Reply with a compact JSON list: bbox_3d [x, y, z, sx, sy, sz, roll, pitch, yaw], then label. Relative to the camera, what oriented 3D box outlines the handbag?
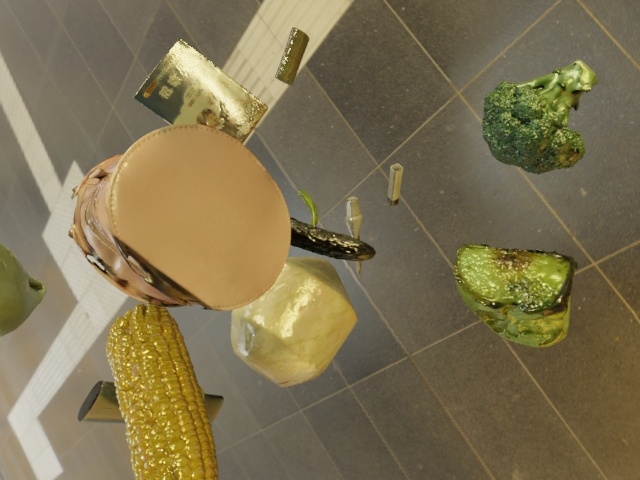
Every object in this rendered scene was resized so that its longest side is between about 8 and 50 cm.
[{"bbox_3d":[-0.144,-0.017,0.446,0.205,0.179,0.116,45,153,-26],"label":"handbag"}]

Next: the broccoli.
[{"bbox_3d":[0.527,-0.294,0.994,0.270,0.270,0.270,47,108,15],"label":"broccoli"}]

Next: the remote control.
[{"bbox_3d":[-0.418,0.432,1.078,0.044,0.377,0.107,25,85,42],"label":"remote control"}]

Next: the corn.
[{"bbox_3d":[-0.190,0.193,0.491,0.292,0.101,0.101,54,130,42],"label":"corn"}]

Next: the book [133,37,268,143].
[{"bbox_3d":[-0.463,-0.543,1.646,0.427,0.039,0.300,35,85,-12],"label":"book"}]

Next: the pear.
[{"bbox_3d":[0.431,0.141,0.944,0.238,0.164,0.255,7,147,30],"label":"pear"}]

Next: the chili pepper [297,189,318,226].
[{"bbox_3d":[-0.043,-0.129,1.694,0.052,0.050,0.202,113,145,-49],"label":"chili pepper"}]

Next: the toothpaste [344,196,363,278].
[{"bbox_3d":[0.124,-0.015,1.450,0.068,0.099,0.283,12,121,36],"label":"toothpaste"}]

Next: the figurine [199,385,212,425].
[{"bbox_3d":[-0.339,0.400,0.921,0.179,0.153,0.262,32,129,27],"label":"figurine"}]

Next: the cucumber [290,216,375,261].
[{"bbox_3d":[0.000,0.000,1.125,0.303,0.081,0.072,19,141,9],"label":"cucumber"}]

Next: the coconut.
[{"bbox_3d":[-0.078,0.231,1.292,0.344,0.415,0.416,32,120,6],"label":"coconut"}]

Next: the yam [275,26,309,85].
[{"bbox_3d":[-0.092,-0.601,1.368,0.068,0.068,0.170,26,100,27],"label":"yam"}]

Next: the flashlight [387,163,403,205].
[{"bbox_3d":[0.131,-0.096,0.732,0.018,0.018,0.083,57,162,37],"label":"flashlight"}]

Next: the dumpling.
[{"bbox_3d":[-0.721,0.086,0.842,0.269,0.212,0.321,15,138,25],"label":"dumpling"}]
